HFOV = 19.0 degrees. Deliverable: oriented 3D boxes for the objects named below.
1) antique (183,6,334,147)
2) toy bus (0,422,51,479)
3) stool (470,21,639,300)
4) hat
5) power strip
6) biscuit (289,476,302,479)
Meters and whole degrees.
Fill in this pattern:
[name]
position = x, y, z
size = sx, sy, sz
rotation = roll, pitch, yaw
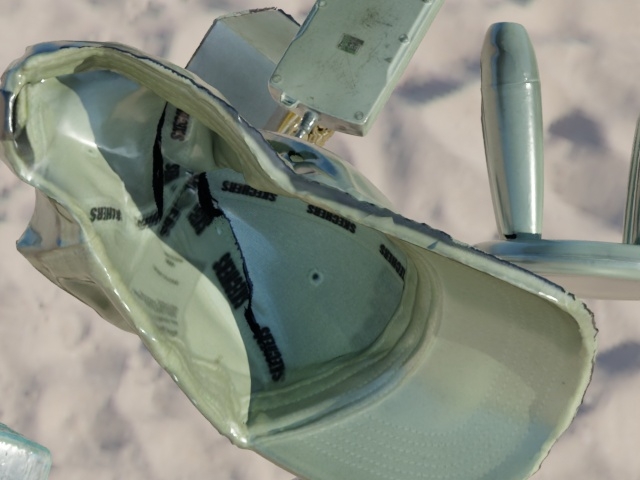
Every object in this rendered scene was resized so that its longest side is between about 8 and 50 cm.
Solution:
[antique]
position = -0.061, -0.142, 1.981
size = 0.148, 0.146, 0.152
rotation = 39, 23, 13
[toy bus]
position = -0.292, 0.159, 1.395
size = 0.091, 0.109, 0.262
rotation = 25, -6, -37
[stool]
position = 0.215, -0.057, 1.513
size = 0.195, 0.195, 0.198
rotation = 6, 82, 6
[hat]
position = -0.003, 0.003, 0.525
size = 0.166, 0.122, 0.081
rotation = 18, 40, 13
[power strip]
position = 0.037, -0.160, 1.357
size = 0.080, 0.029, 0.227
rotation = 25, 71, 15
[biscuit]
position = 0.027, 0.282, 1.675
size = 0.186, 0.079, 0.309
rotation = -21, 29, -18
